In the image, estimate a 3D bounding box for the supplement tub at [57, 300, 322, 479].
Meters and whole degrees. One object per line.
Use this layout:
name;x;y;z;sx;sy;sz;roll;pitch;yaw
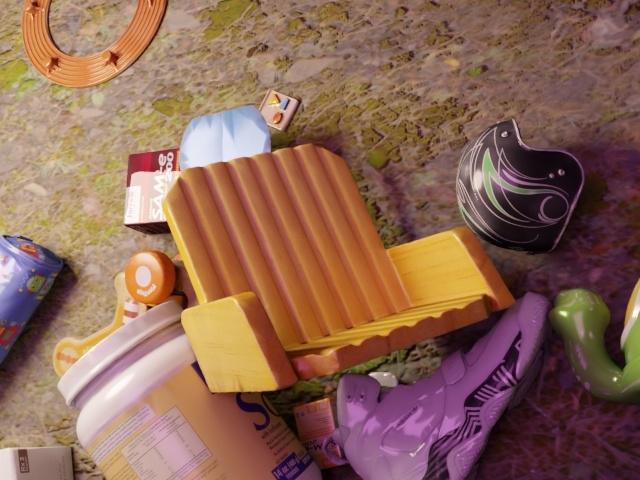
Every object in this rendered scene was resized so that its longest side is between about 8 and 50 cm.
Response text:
supplement tub;-0.182;0.275;1.200;0.241;0.241;0.331;-40;83;11

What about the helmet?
helmet;0.264;-0.074;1.178;0.161;0.169;0.169;22;88;9

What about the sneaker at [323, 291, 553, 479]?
sneaker;0.152;0.200;1.179;0.210;0.137;0.366;31;95;23

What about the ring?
ring;-0.438;-0.452;1.640;0.337;0.032;0.336;-5;77;23

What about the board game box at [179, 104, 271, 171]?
board game box;-0.144;-0.135;1.363;0.169;0.033;0.133;-9;79;26

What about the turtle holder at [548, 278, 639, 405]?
turtle holder;0.466;0.112;1.033;0.320;0.243;0.227;-30;48;52

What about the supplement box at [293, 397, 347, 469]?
supplement box;0.002;0.288;1.283;0.062;0.036;0.098;-19;72;20

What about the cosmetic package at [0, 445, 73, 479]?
cosmetic package;-0.603;0.481;1.444;0.385;0.156;0.217;-14;74;19

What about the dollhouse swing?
dollhouse swing;0.000;0.000;1.128;0.315;0.347;0.305;-21;84;62

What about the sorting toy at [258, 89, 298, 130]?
sorting toy;-0.079;-0.206;1.439;0.062;0.012;0.083;27;90;26

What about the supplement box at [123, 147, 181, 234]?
supplement box;-0.205;-0.086;1.435;0.239;0.073;0.130;-5;76;23

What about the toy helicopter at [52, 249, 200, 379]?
toy helicopter;-0.302;0.169;1.415;0.355;0.140;0.235;-25;79;28

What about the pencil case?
pencil case;-0.583;0.129;1.529;0.133;0.119;0.306;38;95;36
